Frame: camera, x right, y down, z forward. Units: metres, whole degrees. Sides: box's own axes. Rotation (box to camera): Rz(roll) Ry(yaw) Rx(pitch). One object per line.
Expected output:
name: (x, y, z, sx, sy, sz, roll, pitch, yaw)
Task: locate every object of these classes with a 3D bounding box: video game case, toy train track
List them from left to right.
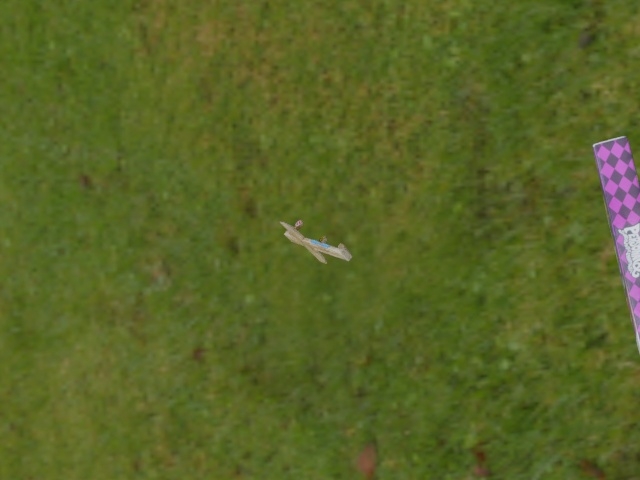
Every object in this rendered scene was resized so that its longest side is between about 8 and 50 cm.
toy train track: (0.000, 0.000, 0.963, 0.014, 0.048, 0.083, -52, 30, -11)
video game case: (0.336, 0.030, 1.391, 0.042, 0.210, 0.232, -13, 74, 12)
